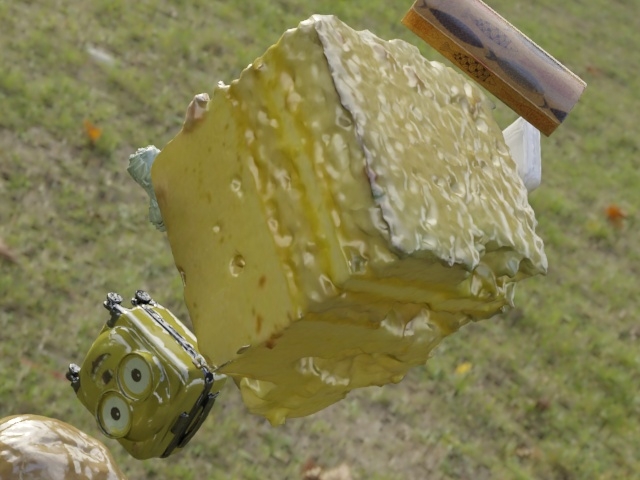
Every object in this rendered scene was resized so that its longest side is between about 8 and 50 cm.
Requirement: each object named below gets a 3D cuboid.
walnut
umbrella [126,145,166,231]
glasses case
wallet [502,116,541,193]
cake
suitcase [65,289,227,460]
[{"bbox_3d":[-0.370,0.375,1.592,0.285,0.296,0.285,17,-14,4],"label":"walnut"},{"bbox_3d":[-0.209,-0.058,1.681,0.062,0.067,0.143,-75,141,-72],"label":"umbrella"},{"bbox_3d":[0.158,-0.171,1.128,0.170,0.041,0.065,38,53,-4],"label":"glasses case"},{"bbox_3d":[0.210,-0.077,1.521,0.033,0.190,0.095,11,66,-20],"label":"wallet"},{"bbox_3d":[0.000,0.000,1.025,0.222,0.286,0.227,13,51,-45],"label":"cake"},{"bbox_3d":[-0.282,0.218,1.982,0.235,0.194,0.143,41,21,26],"label":"suitcase"}]
